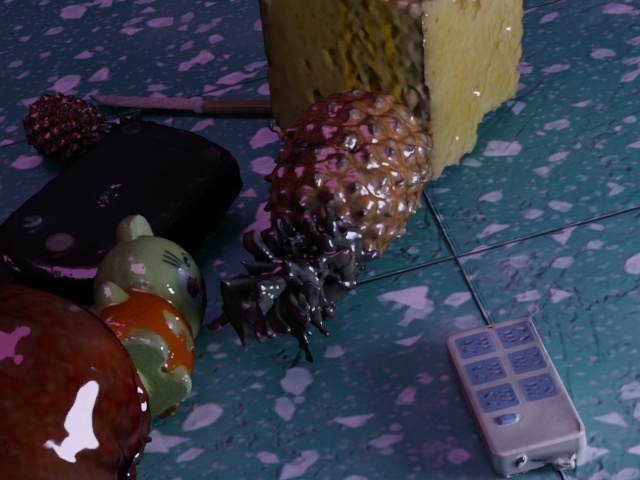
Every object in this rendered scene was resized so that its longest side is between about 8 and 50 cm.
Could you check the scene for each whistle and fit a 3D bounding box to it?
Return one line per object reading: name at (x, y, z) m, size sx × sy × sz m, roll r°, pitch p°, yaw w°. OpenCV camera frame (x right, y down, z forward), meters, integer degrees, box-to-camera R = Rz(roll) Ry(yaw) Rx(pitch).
whistle at (-0.169, 0.096, 1.511) m, size 0.106 × 0.131 × 0.288 m, roll -15°, pitch 37°, yaw 21°

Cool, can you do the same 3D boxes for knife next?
knife at (-0.156, -0.167, 2.019) m, size 0.298 × 0.017 × 0.047 m, roll 2°, pitch 27°, yaw 23°

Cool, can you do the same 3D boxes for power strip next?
power strip at (0.166, 0.132, 1.418) m, size 0.081 × 0.035 × 0.192 m, roll -12°, pitch 32°, yaw -3°

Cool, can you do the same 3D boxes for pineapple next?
pineapple at (0.000, 0.000, 1.593) m, size 0.169 × 0.169 × 0.340 m, roll 1°, pitch 41°, yaw 22°
pineapple at (-0.270, -0.123, 1.920) m, size 0.221 × 0.103 × 0.083 m, roll 17°, pitch 77°, yaw 38°

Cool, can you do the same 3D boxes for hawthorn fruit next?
hawthorn fruit at (-0.287, 0.177, 1.264) m, size 0.325 × 0.308 × 0.308 m, roll -6°, pitch 30°, yaw -14°

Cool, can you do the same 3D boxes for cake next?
cake at (0.053, -0.228, 1.827) m, size 0.286 × 0.227 × 0.222 m, roll 17°, pitch 37°, yaw 30°

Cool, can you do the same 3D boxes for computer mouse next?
computer mouse at (-0.208, -0.014, 1.717) m, size 0.170 × 0.100 × 0.269 m, roll 22°, pitch 46°, yaw 26°

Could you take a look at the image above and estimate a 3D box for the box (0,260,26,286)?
box at (-0.377, 0.050, 1.757) m, size 0.126 × 0.027 × 0.125 m, roll 5°, pitch 34°, yaw 29°
